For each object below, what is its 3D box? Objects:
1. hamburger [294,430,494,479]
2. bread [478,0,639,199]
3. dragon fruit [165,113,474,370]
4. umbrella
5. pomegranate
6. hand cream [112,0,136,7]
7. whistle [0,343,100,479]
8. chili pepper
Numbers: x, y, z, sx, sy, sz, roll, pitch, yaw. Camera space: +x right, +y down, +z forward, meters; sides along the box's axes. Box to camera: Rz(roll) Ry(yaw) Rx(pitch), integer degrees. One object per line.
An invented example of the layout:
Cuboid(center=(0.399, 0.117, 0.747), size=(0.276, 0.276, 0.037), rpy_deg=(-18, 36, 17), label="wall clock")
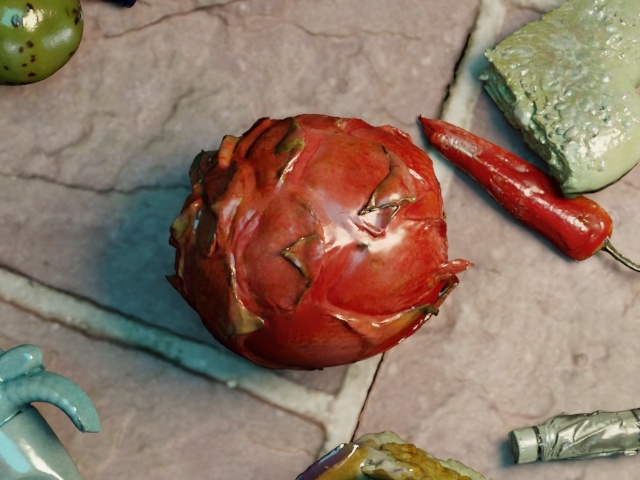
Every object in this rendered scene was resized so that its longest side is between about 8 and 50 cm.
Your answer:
Cuboid(center=(0.079, 0.327, 1.149), size=(0.318, 0.195, 0.277), rpy_deg=(39, 92, 20), label="hamburger")
Cuboid(center=(0.236, -0.157, 1.320), size=(0.173, 0.064, 0.232), rpy_deg=(13, 65, 12), label="bread")
Cuboid(center=(-0.008, -0.002, 1.215), size=(0.252, 0.241, 0.240), rpy_deg=(-8, 79, -19), label="dragon fruit")
Cuboid(center=(0.266, 0.176, 1.283), size=(0.188, 0.050, 0.046), rpy_deg=(-9, 100, -5), label="umbrella")
Cuboid(center=(-0.287, -0.223, 1.285), size=(0.129, 0.129, 0.159), rpy_deg=(-12, 117, -5), label="pomegranate")
Cuboid(center=(-0.249, -0.271, 1.351), size=(0.163, 0.039, 0.062), rpy_deg=(24, 95, 4), label="hand cream")
Cuboid(center=(-0.294, 0.158, 1.237), size=(0.186, 0.093, 0.274), rpy_deg=(-41, 85, 17), label="whistle")
Cuboid(center=(0.201, -0.043, 1.319), size=(0.268, 0.050, 0.059), rpy_deg=(36, 95, 5), label="chili pepper")
